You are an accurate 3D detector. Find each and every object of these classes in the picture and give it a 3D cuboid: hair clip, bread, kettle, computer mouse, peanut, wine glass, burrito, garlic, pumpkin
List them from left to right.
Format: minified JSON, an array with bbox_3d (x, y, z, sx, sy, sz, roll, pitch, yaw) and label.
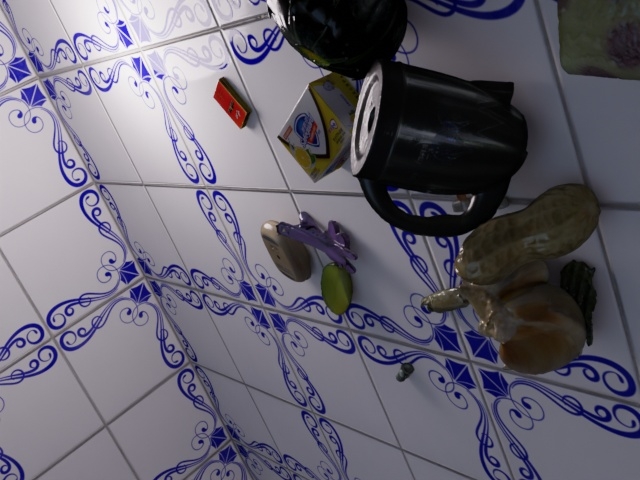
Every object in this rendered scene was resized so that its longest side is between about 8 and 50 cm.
[{"bbox_3d":[-0.103,0.028,2.397,0.145,0.082,0.237,26,152,42],"label":"computer mouse"},{"bbox_3d":[0.006,-0.007,2.223,0.278,0.090,0.137,27,128,27],"label":"hair clip"},{"bbox_3d":[0.048,-0.478,1.552,0.296,0.296,0.296,35,145,29],"label":"pumpkin"},{"bbox_3d":[0.248,0.395,2.329,0.083,0.042,0.039,115,144,-59],"label":"wine glass"},{"bbox_3d":[0.232,-0.162,1.488,0.228,0.324,0.321,-123,43,-76],"label":"kettle"},{"bbox_3d":[0.320,0.153,1.971,0.058,0.045,0.188,51,149,-9],"label":"burrito"},{"bbox_3d":[0.417,0.147,1.637,0.286,0.249,0.313,36,-178,39],"label":"garlic"},{"bbox_3d":[0.392,-0.005,1.480,0.120,0.298,0.136,59,-169,-19],"label":"peanut"},{"bbox_3d":[0.511,-0.316,1.104,0.338,0.155,0.187,20,132,45],"label":"bread"}]

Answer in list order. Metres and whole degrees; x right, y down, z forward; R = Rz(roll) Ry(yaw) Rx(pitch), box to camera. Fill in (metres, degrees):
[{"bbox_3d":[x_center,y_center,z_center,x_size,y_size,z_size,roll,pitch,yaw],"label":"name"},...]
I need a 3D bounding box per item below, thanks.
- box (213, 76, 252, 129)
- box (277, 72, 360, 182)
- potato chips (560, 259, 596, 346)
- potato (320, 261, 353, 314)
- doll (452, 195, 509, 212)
[{"bbox_3d":[-0.254,-0.395,2.241,0.133,0.023,0.090,50,152,7],"label":"box"},{"bbox_3d":[0.012,-0.275,1.911,0.168,0.097,0.265,52,150,3],"label":"box"},{"bbox_3d":[0.545,0.127,1.642,0.092,0.028,0.208,34,145,48],"label":"potato chips"},{"bbox_3d":[0.056,0.134,2.322,0.119,0.054,0.198,26,136,40],"label":"potato"},{"bbox_3d":[0.293,-0.147,1.668,0.217,0.085,0.183,48,156,-26],"label":"doll"}]
